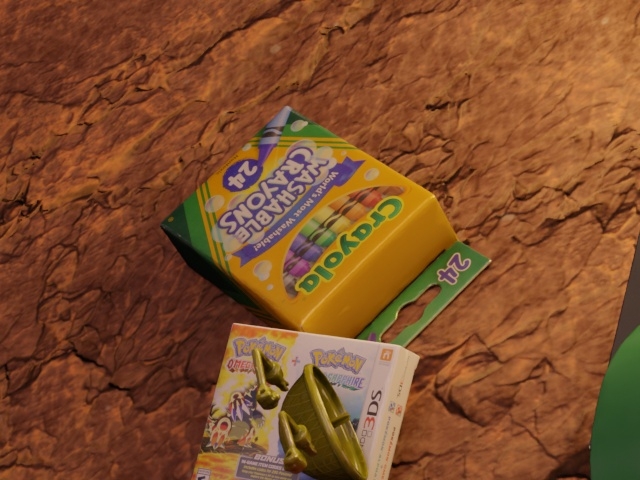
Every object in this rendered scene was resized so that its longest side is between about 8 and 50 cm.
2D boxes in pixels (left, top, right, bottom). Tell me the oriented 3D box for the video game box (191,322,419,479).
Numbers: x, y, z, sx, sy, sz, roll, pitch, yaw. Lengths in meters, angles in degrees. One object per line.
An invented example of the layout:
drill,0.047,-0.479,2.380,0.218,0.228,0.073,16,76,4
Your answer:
video game box,-0.018,0.185,1.923,0.205,0.048,0.187,5,72,32

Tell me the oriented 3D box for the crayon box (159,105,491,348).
crayon box,0.000,0.000,2.092,0.203,0.083,0.323,-44,45,-13

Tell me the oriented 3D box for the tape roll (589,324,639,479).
tape roll,0.348,0.201,1.544,0.077,0.321,0.321,-21,38,47

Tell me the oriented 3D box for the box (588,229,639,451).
box,0.334,0.125,1.723,0.103,0.184,0.261,-1,51,27

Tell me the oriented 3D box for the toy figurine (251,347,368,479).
toy figurine,-0.036,0.306,1.757,0.217,0.191,0.362,-37,60,20
